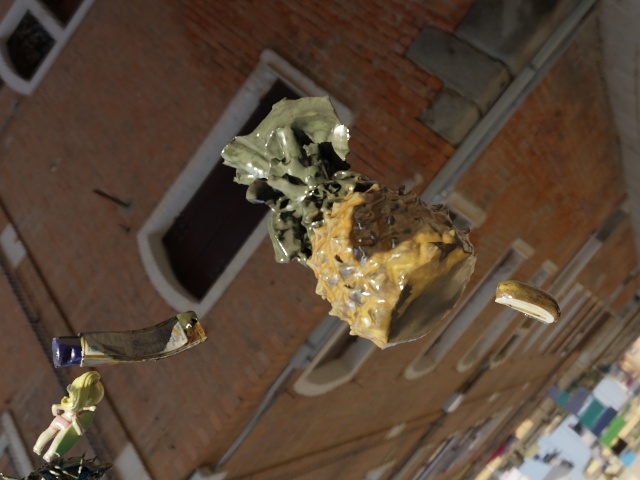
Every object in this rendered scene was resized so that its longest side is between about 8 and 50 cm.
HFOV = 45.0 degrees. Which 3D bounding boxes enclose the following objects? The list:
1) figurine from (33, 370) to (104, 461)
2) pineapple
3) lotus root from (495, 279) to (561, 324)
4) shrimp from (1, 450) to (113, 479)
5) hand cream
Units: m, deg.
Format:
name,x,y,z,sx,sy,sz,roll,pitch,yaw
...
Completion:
name,x,y,z,sx,sy,sz,roll,pitch,yaw
figurine,-0.474,0.330,1.463,0.083,0.187,0.083,35,168,8
pineapple,0.012,-0.024,0.597,0.119,0.111,0.237,-20,-134,-31
lotus root,0.259,0.070,0.950,0.083,0.037,0.030,23,147,1
shrimp,-0.323,0.284,0.889,0.174,0.076,0.082,9,163,-40
hand cream,-0.213,0.113,0.864,0.163,0.039,0.062,-7,-150,-25
